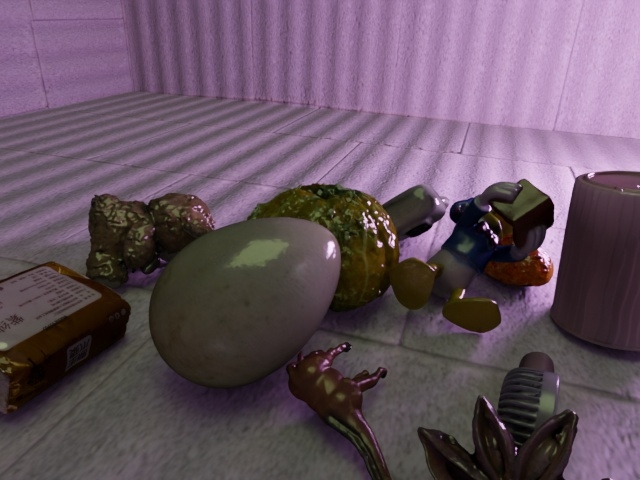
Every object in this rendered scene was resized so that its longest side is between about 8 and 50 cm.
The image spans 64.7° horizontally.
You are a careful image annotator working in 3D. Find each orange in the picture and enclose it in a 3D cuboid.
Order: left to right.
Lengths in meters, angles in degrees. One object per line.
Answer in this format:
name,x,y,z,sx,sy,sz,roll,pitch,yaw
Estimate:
orange,0.000,0.000,0.954,0.301,0.223,0.300,16,23,29

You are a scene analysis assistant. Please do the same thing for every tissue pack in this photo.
tissue pack,-0.425,0.126,0.746,0.183,0.091,0.226,26,24,12

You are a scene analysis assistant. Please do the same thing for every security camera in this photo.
security camera,0.218,-0.048,1.141,0.157,0.080,0.301,-32,-15,17

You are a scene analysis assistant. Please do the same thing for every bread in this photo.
bread,0.400,0.017,1.092,0.140,0.095,0.268,-1,30,-3

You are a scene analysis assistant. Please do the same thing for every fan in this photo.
fan,0.276,0.209,0.653,0.074,0.130,0.244,8,13,25

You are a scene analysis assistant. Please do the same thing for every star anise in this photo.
star anise,0.205,0.257,0.494,0.197,0.073,0.212,-12,58,15

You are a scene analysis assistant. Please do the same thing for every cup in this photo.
cup,0.558,0.026,0.881,0.289,0.273,0.208,-6,19,-14

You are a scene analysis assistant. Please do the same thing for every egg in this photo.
egg,-0.101,0.079,0.723,0.296,0.218,0.218,-33,29,1

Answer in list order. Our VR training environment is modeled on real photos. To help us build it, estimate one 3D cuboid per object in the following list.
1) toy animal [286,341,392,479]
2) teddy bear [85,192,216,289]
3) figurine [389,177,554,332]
toy animal,0.045,0.228,0.654,0.224,0.066,0.230,28,21,11
teddy bear,-0.348,-0.022,1.049,0.256,0.156,0.267,-5,24,-18
figurine,0.296,-0.022,0.963,0.205,0.283,0.338,39,31,-5
